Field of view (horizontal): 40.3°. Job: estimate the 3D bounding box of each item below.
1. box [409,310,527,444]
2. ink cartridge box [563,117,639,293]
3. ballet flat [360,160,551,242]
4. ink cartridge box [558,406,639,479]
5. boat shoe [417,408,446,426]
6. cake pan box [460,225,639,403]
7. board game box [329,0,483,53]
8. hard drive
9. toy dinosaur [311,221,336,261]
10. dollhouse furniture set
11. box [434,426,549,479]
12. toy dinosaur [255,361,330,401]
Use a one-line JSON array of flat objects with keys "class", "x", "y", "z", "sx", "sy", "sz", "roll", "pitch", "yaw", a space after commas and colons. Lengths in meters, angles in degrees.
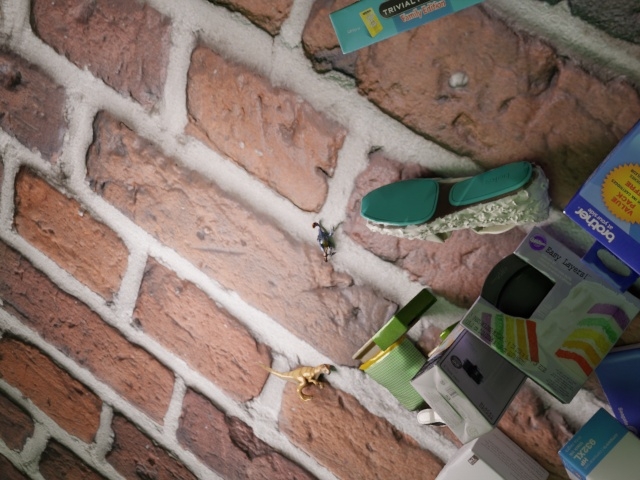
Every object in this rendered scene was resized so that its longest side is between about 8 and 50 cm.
[{"class": "box", "x": 0.322, "y": 0.254, "z": 1.758, "sx": 0.169, "sy": 0.290, "sz": 0.087, "roll": 48, "pitch": 132, "yaw": 2}, {"class": "ink cartridge box", "x": 0.611, "y": -0.079, "z": 1.481, "sx": 0.270, "sy": 0.151, "sz": 0.395, "roll": 41, "pitch": 131, "yaw": 10}, {"class": "ballet flat", "x": 0.269, "y": -0.053, "z": 1.745, "sx": 0.409, "sy": 0.147, "sz": 0.146, "roll": -8, "pitch": 109, "yaw": 37}, {"class": "ink cartridge box", "x": 0.621, "y": 0.490, "z": 1.658, "sx": 0.307, "sy": 0.129, "sz": 0.223, "roll": 42, "pitch": 173, "yaw": 34}, {"class": "boat shoe", "x": 0.288, "y": 0.411, "z": 2.029, "sx": 0.125, "sy": 0.038, "sz": 0.046, "roll": -17, "pitch": 61, "yaw": 34}, {"class": "cake pan box", "x": 0.437, "y": 0.139, "z": 1.678, "sx": 0.267, "sy": 0.070, "sz": 0.245, "roll": 39, "pitch": 88, "yaw": 12}, {"class": "board game box", "x": 0.220, "y": -0.432, "z": 1.492, "sx": 0.336, "sy": 0.254, "sz": 0.079, "roll": -12, "pitch": 105, "yaw": 38}, {"class": "hard drive", "x": 0.707, "y": 0.283, "z": 1.670, "sx": 0.319, "sy": 0.040, "sz": 0.210, "roll": -18, "pitch": 102, "yaw": 39}, {"class": "toy dinosaur", "x": 0.000, "y": 0.000, "z": 2.013, "sx": 0.082, "sy": 0.047, "sz": 0.090, "roll": 61, "pitch": 144, "yaw": 18}, {"class": "dollhouse furniture set", "x": 0.189, "y": 0.283, "z": 1.955, "sx": 0.197, "sy": 0.151, "sz": 0.301, "roll": 45, "pitch": 131, "yaw": 7}, {"class": "box", "x": 0.383, "y": 0.544, "z": 1.979, "sx": 0.182, "sy": 0.119, "sz": 0.181, "roll": 41, "pitch": 130, "yaw": 10}, {"class": "toy dinosaur", "x": -0.054, "y": 0.352, "z": 2.231, "sx": 0.212, "sy": 0.064, "sz": 0.112, "roll": -10, "pitch": 90, "yaw": 28}]
